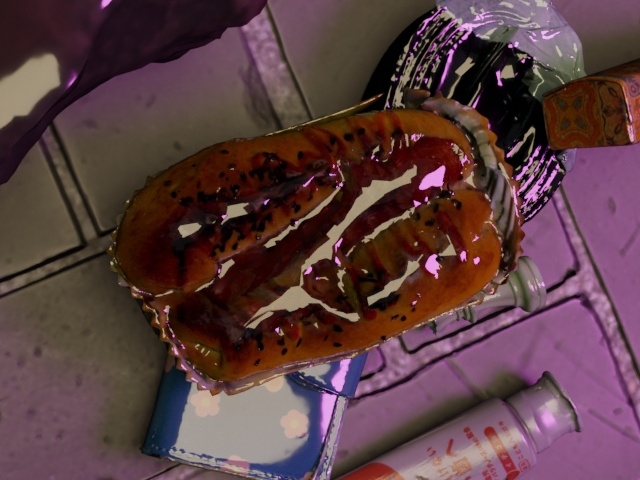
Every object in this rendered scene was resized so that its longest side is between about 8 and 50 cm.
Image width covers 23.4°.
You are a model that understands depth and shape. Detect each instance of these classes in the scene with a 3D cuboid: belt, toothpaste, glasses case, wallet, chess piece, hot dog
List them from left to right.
[{"bbox_3d":[-0.033,0.064,1.069,0.141,0.059,0.202,16,84,-15],"label":"wallet"},{"bbox_3d":[0.000,0.000,1.004,0.270,0.082,0.163,-19,92,-8],"label":"hot dog"},{"bbox_3d":[0.077,0.174,1.103,0.234,0.057,0.089,-30,97,-6],"label":"toothpaste"},{"bbox_3d":[0.111,-0.090,1.102,0.151,0.078,0.198,23,81,-11],"label":"belt"},{"bbox_3d":[0.114,0.043,1.121,0.093,0.042,0.042,-17,93,-8],"label":"chess piece"},{"bbox_3d":[0.256,-0.115,1.098,0.218,0.075,0.049,-21,104,-38],"label":"glasses case"}]

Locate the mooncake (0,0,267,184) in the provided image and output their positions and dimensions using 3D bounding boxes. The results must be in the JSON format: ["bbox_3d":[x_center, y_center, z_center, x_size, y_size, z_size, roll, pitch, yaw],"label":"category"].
[{"bbox_3d":[-0.240,-0.179,0.941,0.381,0.212,0.351,-30,92,-11],"label":"mooncake"}]
